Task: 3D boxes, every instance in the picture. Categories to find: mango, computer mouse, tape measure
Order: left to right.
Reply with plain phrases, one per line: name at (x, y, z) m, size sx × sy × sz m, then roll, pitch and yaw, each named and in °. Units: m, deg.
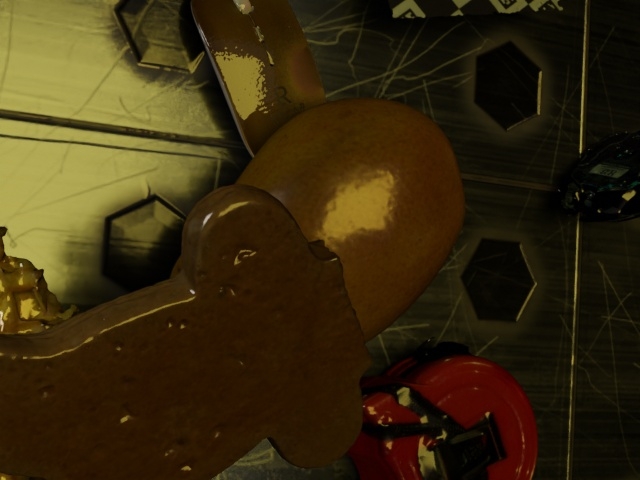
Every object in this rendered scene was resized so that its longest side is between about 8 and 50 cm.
computer mouse at (-0.072, -0.211, 1.219) m, size 0.126 × 0.056 × 0.245 m, roll -24°, pitch 96°, yaw -26°
mango at (0.000, 0.000, 1.157) m, size 0.378 × 0.221 × 0.264 m, roll -38°, pitch 114°, yaw -12°
tape measure at (0.153, 0.254, 1.271) m, size 0.260 × 0.114 × 0.253 m, roll -25°, pitch 99°, yaw -25°
computer mouse at (0.436, -0.083, 1.424) m, size 0.241 × 0.146 × 0.078 m, roll -32°, pitch 121°, yaw -27°

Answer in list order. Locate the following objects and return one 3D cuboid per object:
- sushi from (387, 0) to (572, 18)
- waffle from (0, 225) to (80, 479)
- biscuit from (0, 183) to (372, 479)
sushi at (0.180, -0.408, 1.355) m, size 0.290 × 0.050 × 0.264 m, roll -11°, pitch 78°, yaw -24°
waffle at (-0.423, 0.149, 1.008) m, size 0.382 × 0.095 × 0.380 m, roll 45°, pitch 69°, yaw -14°
biscuit at (-0.141, 0.147, 0.996) m, size 0.394 × 0.076 × 0.368 m, roll -31°, pitch 129°, yaw -9°
